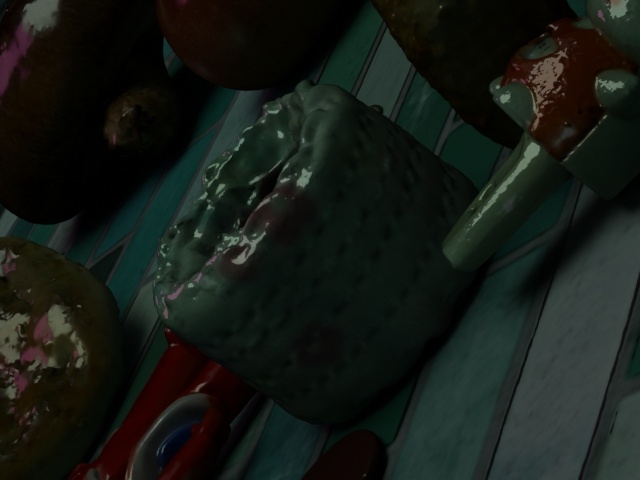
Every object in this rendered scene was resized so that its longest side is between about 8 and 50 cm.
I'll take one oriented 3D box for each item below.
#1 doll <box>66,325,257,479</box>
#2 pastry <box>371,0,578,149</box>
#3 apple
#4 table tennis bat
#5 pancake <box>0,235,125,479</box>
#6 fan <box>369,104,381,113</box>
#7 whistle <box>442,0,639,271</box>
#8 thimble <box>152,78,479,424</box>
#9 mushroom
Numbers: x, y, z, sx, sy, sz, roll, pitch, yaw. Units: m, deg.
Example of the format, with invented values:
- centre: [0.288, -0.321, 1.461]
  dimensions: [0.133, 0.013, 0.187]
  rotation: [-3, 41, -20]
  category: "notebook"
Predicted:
- centre: [-0.141, 0.186, 1.379]
  dimensions: [0.188, 0.099, 0.384]
  rotation: [-32, 23, 47]
  category: "doll"
- centre: [0.097, -0.147, 1.258]
  dimensions: [0.093, 0.192, 0.182]
  rotation: [-38, 26, 17]
  category: "pastry"
- centre: [-0.060, -0.239, 1.910]
  dimensions: [0.201, 0.162, 0.201]
  rotation: [-40, 8, 7]
  category: "apple"
- centre: [0.006, 0.159, 1.172]
  dimensions: [0.098, 0.019, 0.155]
  rotation: [-50, 15, 3]
  category: "table tennis bat"
- centre: [-0.348, 0.122, 1.746]
  dimensions: [0.386, 0.082, 0.387]
  rotation: [-9, 42, 8]
  category: "pancake"
- centre: [0.030, -0.078, 1.604]
  dimensions: [0.085, 0.005, 0.133]
  rotation: [-56, 17, -16]
  category: "fan"
- centre: [0.158, -0.083, 1.139]
  dimensions: [0.253, 0.106, 0.101]
  rotation: [-50, -23, 11]
  category: "whistle"
- centre: [0.000, 0.000, 1.285]
  dimensions: [0.185, 0.149, 0.211]
  rotation: [-42, 20, 35]
  category: "thimble"
- centre: [-0.266, -0.195, 2.201]
  dimensions: [0.345, 0.239, 0.345]
  rotation: [-44, 16, 16]
  category: "mushroom"
